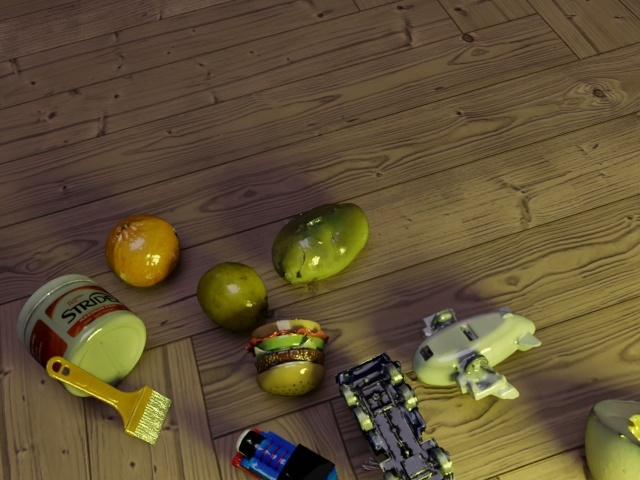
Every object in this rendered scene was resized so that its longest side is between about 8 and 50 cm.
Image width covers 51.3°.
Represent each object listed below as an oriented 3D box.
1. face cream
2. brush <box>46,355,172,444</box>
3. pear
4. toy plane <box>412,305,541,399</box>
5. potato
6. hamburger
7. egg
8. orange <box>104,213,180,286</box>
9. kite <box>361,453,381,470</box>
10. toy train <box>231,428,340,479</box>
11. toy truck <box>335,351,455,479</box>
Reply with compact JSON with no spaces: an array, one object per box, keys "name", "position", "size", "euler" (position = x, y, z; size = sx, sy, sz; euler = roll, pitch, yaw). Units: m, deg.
[{"name":"face cream","position":[-0.502,0.199,1.408],"size":[0.187,0.201,0.201],"euler":[32,63,27]},{"name":"brush","position":[-0.419,0.303,1.313],"size":[0.013,0.272,0.103],"euler":[-21,41,43]},{"name":"pear","position":[-0.187,0.123,1.460],"size":[0.162,0.149,0.149],"euler":[36,64,22]},{"name":"toy plane","position":[0.311,0.218,1.341],"size":[0.267,0.122,0.267],"euler":[-10,34,7]},{"name":"potato","position":[0.000,0.000,1.532],"size":[0.248,0.143,0.169],"euler":[-31,66,-16]},{"name":"hamburger","position":[-0.060,0.245,1.350],"size":[0.175,0.175,0.137],"euler":[-10,66,0]},{"name":"egg","position":[0.572,0.387,1.159],"size":[0.271,0.162,0.206],"euler":[3,10,-30]},{"name":"orange","position":[-0.418,0.021,1.568],"size":[0.177,0.155,0.177],"euler":[0,64,0]},{"name":"kite","position":[0.125,0.395,1.301],"size":[0.139,0.011,0.156],"euler":[-38,58,-23]},{"name":"toy train","position":[-0.067,0.417,1.231],"size":[0.204,0.131,0.083],"euler":[23,60,23]},{"name":"toy truck","position":[0.136,0.358,1.231],"size":[0.124,0.155,0.268],"euler":[-23,58,-9]}]
